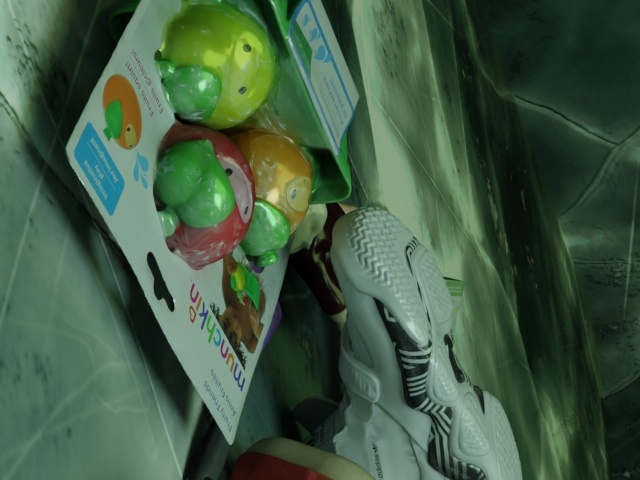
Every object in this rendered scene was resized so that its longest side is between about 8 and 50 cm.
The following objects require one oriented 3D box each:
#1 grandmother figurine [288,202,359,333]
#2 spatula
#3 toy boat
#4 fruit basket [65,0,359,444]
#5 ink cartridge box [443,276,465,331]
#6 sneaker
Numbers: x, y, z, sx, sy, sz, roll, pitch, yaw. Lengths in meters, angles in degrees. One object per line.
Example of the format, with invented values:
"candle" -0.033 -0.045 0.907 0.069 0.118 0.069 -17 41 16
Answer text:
"grandmother figurine" 0.000 0.000 1.675 0.208 0.104 0.342 67 14 21
"spatula" -0.080 0.126 1.407 0.296 0.030 0.084 -78 151 -55
"toy boat" -0.010 0.291 1.391 0.151 0.151 0.231 -54 138 -28
"fruit basket" -0.078 -0.067 1.318 0.353 0.165 0.327 -79 153 -47
"ink cartridge box" 0.094 0.152 1.783 0.171 0.056 0.235 8 95 -73
"sneaker" 0.040 0.145 1.498 0.137 0.210 0.366 -79 147 -55
